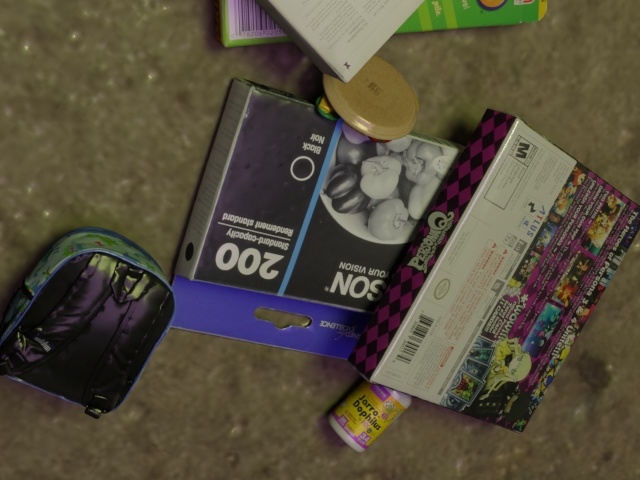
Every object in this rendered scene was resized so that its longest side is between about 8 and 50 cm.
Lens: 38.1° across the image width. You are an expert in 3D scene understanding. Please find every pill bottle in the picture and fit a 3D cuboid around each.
[{"bbox_3d":[0.049,0.140,0.803,0.083,0.043,0.043,-45,118,0],"label":"pill bottle"}]

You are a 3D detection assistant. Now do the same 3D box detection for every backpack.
[{"bbox_3d":[-0.166,0.050,0.663,0.105,0.084,0.114,31,100,-27],"label":"backpack"}]

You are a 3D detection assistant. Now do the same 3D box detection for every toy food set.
[{"bbox_3d":[0.035,-0.108,0.687,0.083,0.083,0.020,32,139,-11],"label":"toy food set"}]

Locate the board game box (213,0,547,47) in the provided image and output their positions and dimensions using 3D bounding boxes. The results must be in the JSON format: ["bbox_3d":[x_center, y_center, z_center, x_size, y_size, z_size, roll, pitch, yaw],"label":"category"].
[{"bbox_3d":[0.049,-0.213,0.672,0.260,0.039,0.124,-7,112,-15],"label":"board game box"}]

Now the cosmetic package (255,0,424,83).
[{"bbox_3d":[0.059,-0.227,0.618,0.239,0.060,0.099,-46,115,0],"label":"cosmetic package"}]

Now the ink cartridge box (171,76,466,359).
[{"bbox_3d":[0.000,0.000,0.730,0.206,0.045,0.208,13,106,-26],"label":"ink cartridge box"}]

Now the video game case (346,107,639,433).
[{"bbox_3d":[0.155,0.036,0.773,0.210,0.042,0.232,24,96,-39],"label":"video game case"}]
